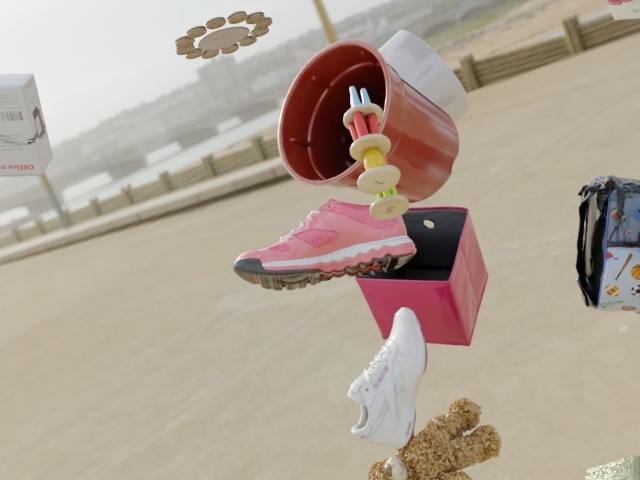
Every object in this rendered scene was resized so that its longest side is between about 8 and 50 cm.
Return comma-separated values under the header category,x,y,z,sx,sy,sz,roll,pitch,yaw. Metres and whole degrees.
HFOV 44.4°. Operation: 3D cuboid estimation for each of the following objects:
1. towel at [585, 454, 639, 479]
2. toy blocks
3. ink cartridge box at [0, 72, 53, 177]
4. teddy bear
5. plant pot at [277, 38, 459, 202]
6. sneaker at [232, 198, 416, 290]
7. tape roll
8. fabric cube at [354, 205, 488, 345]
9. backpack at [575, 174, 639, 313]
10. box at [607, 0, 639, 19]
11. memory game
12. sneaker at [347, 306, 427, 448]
category,x,y,z,sx,sy,sz,roll,pitch,yaw
towel,0.526,0.449,1.407,0.148,0.027,0.110,-50,19,50
toy blocks,0.069,-0.117,1.022,0.054,0.148,0.123,-16,-30,9
ink cartridge box,-0.496,-0.180,1.234,0.109,0.151,0.063,-1,32,1
teddy bear,0.268,0.508,1.875,0.337,0.245,0.113,-15,-26,-1
plant pot,0.106,-0.199,1.481,0.272,0.273,0.265,-13,-21,41
sneaker,0.000,0.000,1.352,0.313,0.136,0.116,-9,-18,-9
tape roll,0.196,-0.328,1.778,0.169,0.246,0.246,-41,12,-2
fabric cube,0.274,0.092,2.051,0.254,0.258,0.259,-1,47,28
backpack,0.597,0.012,1.529,0.213,0.264,0.276,11,7,15
box,0.612,-0.553,1.487,0.126,0.232,0.148,-32,20,-9
memory game,-0.175,-0.370,1.416,0.186,0.012,0.186,-19,-4,-1
sneaker,0.143,0.293,1.689,0.152,0.305,0.114,10,-3,-11
